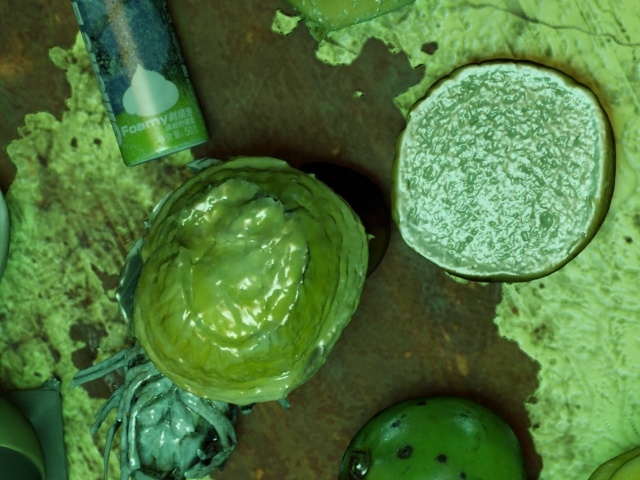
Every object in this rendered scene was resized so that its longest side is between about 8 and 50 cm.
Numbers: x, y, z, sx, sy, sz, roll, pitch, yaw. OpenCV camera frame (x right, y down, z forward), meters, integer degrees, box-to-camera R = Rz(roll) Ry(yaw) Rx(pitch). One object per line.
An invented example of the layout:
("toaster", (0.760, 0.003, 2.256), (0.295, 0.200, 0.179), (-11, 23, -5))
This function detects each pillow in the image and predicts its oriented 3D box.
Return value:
("pillow", (-0.334, 0.280, 1.690), (0.169, 0.059, 0.255), (-7, 96, 11))

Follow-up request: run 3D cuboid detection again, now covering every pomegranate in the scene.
("pomegranate", (0.132, 0.254, 1.572), (0.248, 0.202, 0.202), (23, 100, -23))

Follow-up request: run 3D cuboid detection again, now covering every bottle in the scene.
("bottle", (-0.205, -0.243, 1.600), (0.093, 0.093, 0.330), (-18, 93, 9))

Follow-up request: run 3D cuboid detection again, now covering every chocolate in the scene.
("chocolate", (0.000, 0.000, 1.588), (0.127, 0.124, 0.133), (27, 127, -1))

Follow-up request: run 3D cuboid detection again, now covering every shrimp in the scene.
("shrimp", (-0.131, 0.120, 1.603), (0.221, 0.166, 0.410), (16, 86, 8))

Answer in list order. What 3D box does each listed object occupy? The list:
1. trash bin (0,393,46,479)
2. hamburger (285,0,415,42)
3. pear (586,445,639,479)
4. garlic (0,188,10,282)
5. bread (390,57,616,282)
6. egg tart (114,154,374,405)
("trash bin", (-0.411, 0.258, 1.569), (0.334, 0.214, 0.214), (-29, 92, 35))
("hamburger", (0.021, -0.316, 1.548), (0.189, 0.122, 0.215), (-22, 90, 11))
("pear", (0.383, 0.311, 1.485), (0.314, 0.314, 0.314), (1, 96, 8))
("garlic", (-0.456, 0.006, 1.640), (0.279, 0.132, 0.325), (21, 101, 4))
("bread", (0.181, -0.068, 1.578), (0.236, 0.070, 0.236), (1, 95, 8))
("egg tart", (-0.072, 0.035, 1.481), (0.252, 0.098, 0.231), (-28, 81, 2))
